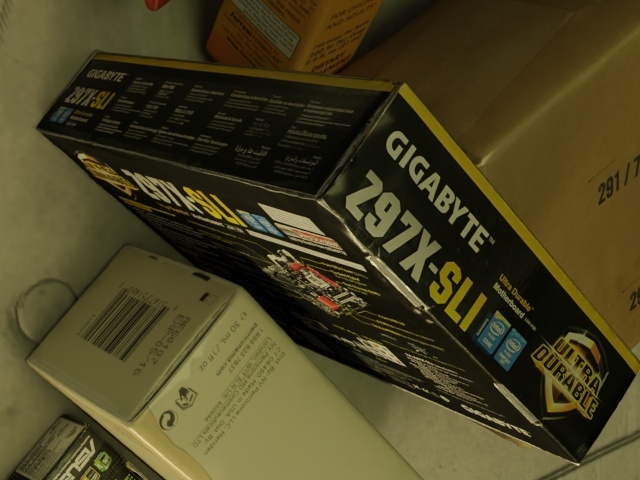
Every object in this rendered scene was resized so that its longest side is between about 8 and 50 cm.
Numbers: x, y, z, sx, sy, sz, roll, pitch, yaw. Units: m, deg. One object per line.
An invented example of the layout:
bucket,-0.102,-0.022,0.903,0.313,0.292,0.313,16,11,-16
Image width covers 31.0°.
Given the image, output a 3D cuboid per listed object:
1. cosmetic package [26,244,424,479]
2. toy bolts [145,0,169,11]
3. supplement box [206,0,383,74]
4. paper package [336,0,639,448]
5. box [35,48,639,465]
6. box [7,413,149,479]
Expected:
cosmetic package,-0.039,0.151,0.810,0.113,0.160,0.309,-51,123,-17
toy bolts,-0.074,-0.262,0.689,0.158,0.218,0.228,-39,138,-32
supplement box,0.005,-0.185,0.733,0.080,0.233,0.078,46,53,13
paper package,0.180,-0.053,0.898,0.325,0.168,0.309,-40,134,-25
box,0.000,0.000,0.705,0.257,0.322,0.079,46,72,-34
box,-0.169,0.249,0.790,0.190,0.045,0.184,-52,124,-22
